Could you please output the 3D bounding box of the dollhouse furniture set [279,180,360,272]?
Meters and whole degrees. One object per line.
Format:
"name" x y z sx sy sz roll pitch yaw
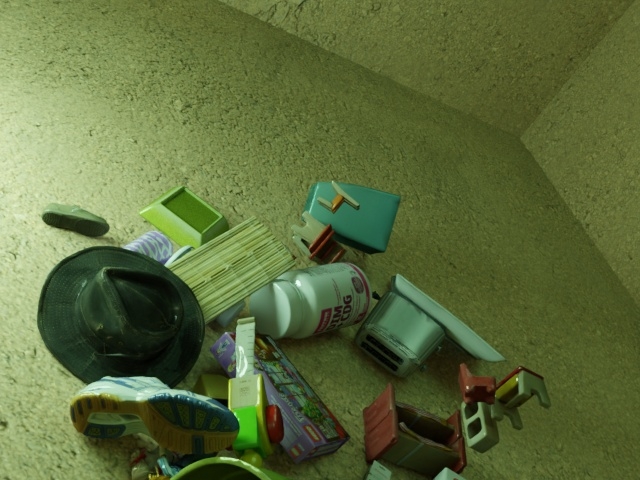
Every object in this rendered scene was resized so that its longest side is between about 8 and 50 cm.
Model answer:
"dollhouse furniture set" 0.000 0.000 2.082 0.135 0.262 0.259 41 -2 4

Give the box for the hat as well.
"hat" -0.362 0.129 1.533 0.331 0.134 0.331 12 58 -20

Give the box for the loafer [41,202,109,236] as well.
"loafer" -0.531 -0.051 1.766 0.148 0.056 0.050 19 40 -29

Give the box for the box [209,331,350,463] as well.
"box" -0.079 0.314 1.657 0.293 0.057 0.201 49 12 20

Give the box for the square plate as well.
"square plate" 0.321 0.215 2.166 0.347 0.049 0.344 39 -2 4

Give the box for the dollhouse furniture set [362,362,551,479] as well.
"dollhouse furniture set" 0.276 0.354 1.723 0.201 0.374 0.152 26 35 -20

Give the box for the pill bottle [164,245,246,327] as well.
"pill bottle" -0.256 0.104 1.787 0.184 0.103 0.103 41 30 7

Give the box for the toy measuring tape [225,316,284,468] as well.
"toy measuring tape" -0.128 0.298 1.516 0.121 0.121 0.330 22 37 -24

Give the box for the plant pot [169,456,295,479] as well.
"plant pot" -0.036 0.525 1.214 0.353 0.366 0.366 22 31 -46

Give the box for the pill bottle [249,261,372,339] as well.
"pill bottle" -0.022 0.144 1.915 0.283 0.160 0.160 -9 52 -48

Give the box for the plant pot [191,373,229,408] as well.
"plant pot" -0.210 0.306 1.577 0.081 0.081 0.083 13 29 -36

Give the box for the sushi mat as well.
"sushi mat" -0.202 0.064 1.760 0.151 0.019 0.316 48 48 10

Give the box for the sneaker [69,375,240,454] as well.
"sneaker" -0.277 0.284 1.410 0.296 0.112 0.131 9 17 7

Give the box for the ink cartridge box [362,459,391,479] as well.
"ink cartridge box" 0.114 0.503 1.683 0.048 0.028 0.083 36 30 0

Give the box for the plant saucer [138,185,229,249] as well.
"plant saucer" -0.326 -0.060 2.008 0.188 0.045 0.188 37 29 1

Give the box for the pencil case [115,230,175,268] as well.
"pencil case" -0.394 0.048 1.738 0.088 0.086 0.206 30 29 5

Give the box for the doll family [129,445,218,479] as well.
"doll family" -0.210 0.418 1.368 0.263 0.118 0.163 44 28 18

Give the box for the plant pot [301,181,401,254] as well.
"plant pot" 0.077 -0.077 2.293 0.234 0.166 0.165 19 -7 -11

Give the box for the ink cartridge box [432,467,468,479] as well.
"ink cartridge box" 0.291 0.621 1.614 0.197 0.114 0.273 32 29 -7

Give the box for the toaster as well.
"toaster" 0.189 0.231 2.020 0.227 0.129 0.146 38 53 7
